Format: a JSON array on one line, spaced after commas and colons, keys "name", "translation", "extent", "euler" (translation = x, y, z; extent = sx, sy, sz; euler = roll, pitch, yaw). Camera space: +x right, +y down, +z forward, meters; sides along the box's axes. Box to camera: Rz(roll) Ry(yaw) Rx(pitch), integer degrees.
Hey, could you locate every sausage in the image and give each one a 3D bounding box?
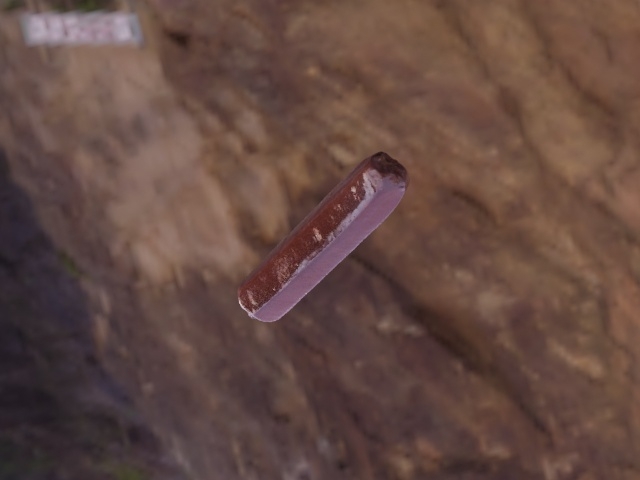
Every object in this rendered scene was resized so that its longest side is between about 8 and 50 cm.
[{"name": "sausage", "translation": [0.000, 0.000, 0.943], "extent": [0.147, 0.030, 0.035], "euler": [-44, -169, 41]}]
